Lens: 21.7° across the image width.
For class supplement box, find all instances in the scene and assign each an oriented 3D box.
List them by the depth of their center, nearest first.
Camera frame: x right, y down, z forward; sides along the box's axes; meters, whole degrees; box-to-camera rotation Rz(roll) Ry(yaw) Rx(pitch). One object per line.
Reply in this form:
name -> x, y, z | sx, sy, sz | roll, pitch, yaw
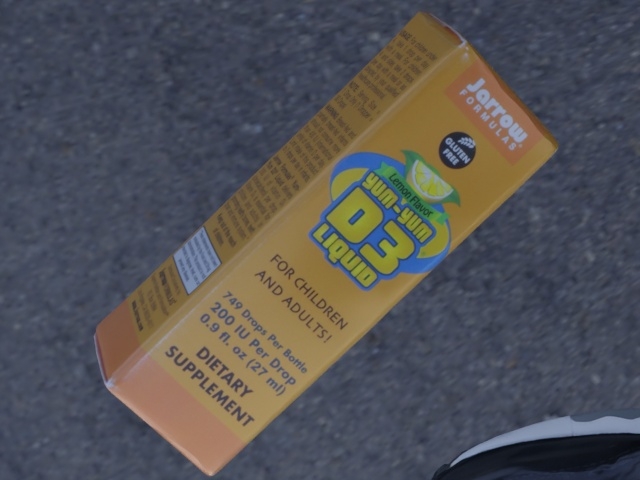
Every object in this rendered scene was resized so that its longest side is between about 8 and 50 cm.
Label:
supplement box -> 0.000, 0.000, 0.803 | 0.233, 0.080, 0.078 | -45, 110, 3

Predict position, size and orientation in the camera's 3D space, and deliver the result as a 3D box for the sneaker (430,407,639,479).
sneaker -> 0.157, 0.137, 0.561 | 0.283, 0.124, 0.107 | 11, 107, 15
